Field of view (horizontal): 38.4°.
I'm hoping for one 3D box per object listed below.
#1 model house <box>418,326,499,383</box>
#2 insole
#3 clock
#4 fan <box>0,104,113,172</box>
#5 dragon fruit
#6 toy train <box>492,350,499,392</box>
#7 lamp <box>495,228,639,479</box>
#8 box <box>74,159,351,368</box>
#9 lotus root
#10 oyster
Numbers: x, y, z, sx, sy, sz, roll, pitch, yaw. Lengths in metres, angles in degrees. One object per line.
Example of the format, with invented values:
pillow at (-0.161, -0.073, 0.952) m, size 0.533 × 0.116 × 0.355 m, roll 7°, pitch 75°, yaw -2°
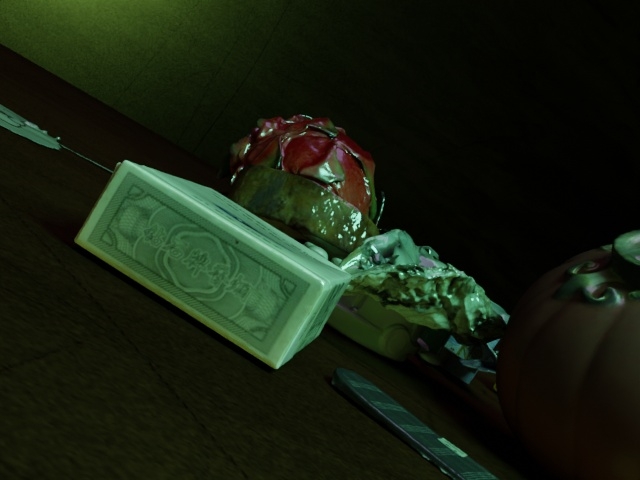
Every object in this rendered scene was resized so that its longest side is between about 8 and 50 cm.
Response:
model house at (0.185, 0.121, 1.158) m, size 0.088 × 0.117 × 0.167 m, roll 35°, pitch -1°, yaw -6°
insole at (0.131, 0.177, 0.637) m, size 0.309 × 0.012 × 0.110 m, roll 33°, pitch 5°, yaw 28°
clock at (0.051, 0.076, 1.022) m, size 0.191 × 0.062 × 0.151 m, roll 31°, pitch 3°, yaw -9°
fan at (-0.328, -0.127, 1.081) m, size 0.329 × 0.009 × 0.190 m, roll 29°, pitch 3°, yaw -33°
dragon fruit at (-0.011, -0.050, 1.325) m, size 0.293 × 0.233 × 0.234 m, roll 51°, pitch 5°, yaw 5°
toy train at (0.335, 0.219, 1.290) m, size 0.219 × 0.089 × 0.127 m, roll 31°, pitch -7°, yaw 9°
lamp at (0.316, 0.126, 0.850) m, size 0.303 × 0.257 × 0.303 m, roll -2°, pitch 23°, yaw 1°
box at (-0.067, 0.018, 0.727) m, size 0.164 × 0.069 × 0.256 m, roll 31°, pitch 2°, yaw 6°
lotus root at (0.000, 0.000, 1.148) m, size 0.260 × 0.075 × 0.170 m, roll 34°, pitch -24°, yaw -10°
oyster at (0.134, 0.057, 0.948) m, size 0.199 × 0.087 × 0.252 m, roll 39°, pitch 15°, yaw 9°
